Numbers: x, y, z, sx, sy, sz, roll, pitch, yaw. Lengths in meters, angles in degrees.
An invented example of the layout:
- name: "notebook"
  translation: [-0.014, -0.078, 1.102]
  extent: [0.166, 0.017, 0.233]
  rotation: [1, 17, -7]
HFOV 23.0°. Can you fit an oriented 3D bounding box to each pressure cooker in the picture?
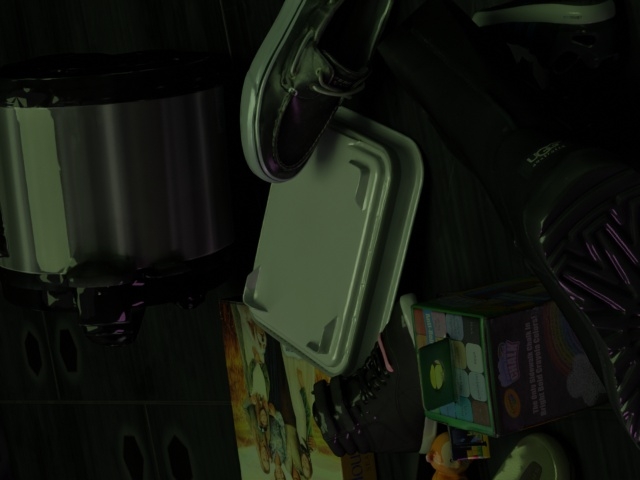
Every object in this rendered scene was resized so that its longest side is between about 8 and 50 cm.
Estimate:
- name: "pressure cooker"
  translation: [-0.306, -0.058, 2.292]
  extent: [0.375, 0.370, 0.420]
  rotation: [8, 108, 41]

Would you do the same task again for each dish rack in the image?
- name: "dish rack"
  translation: [0.000, 0.000, 2.015]
  extent: [0.285, 0.072, 0.333]
  rotation: [31, 112, 53]

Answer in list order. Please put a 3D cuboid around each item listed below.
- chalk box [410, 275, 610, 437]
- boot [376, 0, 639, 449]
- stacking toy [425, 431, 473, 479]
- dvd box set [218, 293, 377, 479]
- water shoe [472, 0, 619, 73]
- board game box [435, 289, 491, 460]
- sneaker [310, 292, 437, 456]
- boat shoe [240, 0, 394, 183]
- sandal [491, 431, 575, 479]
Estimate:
- name: "chalk box"
  translation: [0.184, 0.124, 1.662]
  extent: [0.132, 0.213, 0.132]
  rotation: [8, 106, 59]
- name: "boot"
  translation: [0.230, -0.018, 1.506]
  extent: [0.367, 0.146, 0.445]
  rotation: [59, 177, -30]
- name: "stacking toy"
  translation: [0.143, 0.379, 1.915]
  extent: [0.166, 0.175, 0.302]
  rotation: [22, 104, 62]
- name: "dvd box set"
  translation: [-0.028, 0.291, 2.231]
  extent: [0.307, 0.062, 0.420]
  rotation: [4, 103, 59]
- name: "water shoe"
  translation: [0.227, -0.209, 1.622]
  extent: [0.203, 0.073, 0.080]
  rotation: [10, 116, 61]
- name: "board game box"
  translation: [0.162, 0.152, 1.808]
  extent: [0.141, 0.048, 0.170]
  rotation: [-69, -27, -83]
- name: "sneaker"
  translation: [0.062, 0.174, 1.870]
  extent: [0.296, 0.147, 0.104]
  rotation: [87, 174, -52]
- name: "boat shoe"
  translation: [0.001, -0.219, 1.896]
  extent: [0.119, 0.121, 0.335]
  rotation: [32, 109, 47]
- name: "sandal"
  translation: [0.183, 0.351, 1.773]
  extent: [0.120, 0.086, 0.303]
  rotation: [30, 102, 44]
